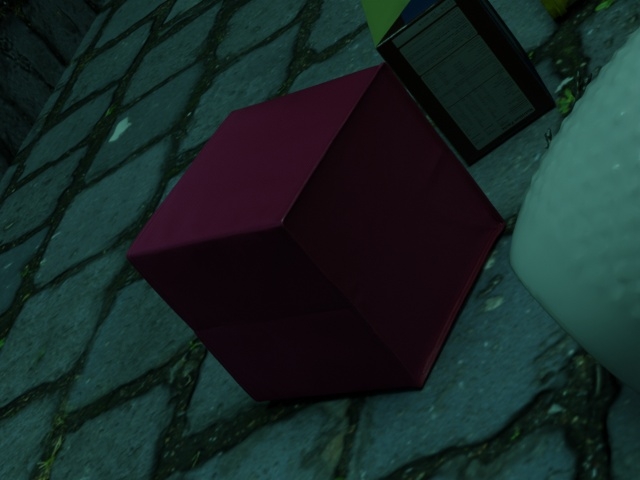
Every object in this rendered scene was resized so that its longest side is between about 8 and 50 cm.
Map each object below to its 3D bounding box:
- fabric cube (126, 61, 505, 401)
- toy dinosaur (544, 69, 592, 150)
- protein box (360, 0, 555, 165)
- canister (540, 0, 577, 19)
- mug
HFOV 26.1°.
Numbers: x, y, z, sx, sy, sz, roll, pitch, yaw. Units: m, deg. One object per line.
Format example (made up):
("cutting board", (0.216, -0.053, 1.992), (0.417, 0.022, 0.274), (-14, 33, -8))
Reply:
("fabric cube", (0.000, 0.000, 1.527), (0.258, 0.259, 0.254), (-12, 36, 45))
("toy dinosaur", (0.304, -0.124, 1.532), (0.268, 0.064, 0.118), (-46, 31, -4))
("protein box", (0.170, -0.242, 1.751), (0.136, 0.201, 0.200), (-35, 24, 13))
("canister", (0.361, -0.387, 1.878), (0.170, 0.073, 0.126), (-34, 25, 13))
("mug", (0.334, -0.047, 1.147), (0.328, 0.276, 0.374), (-47, -8, 11))
